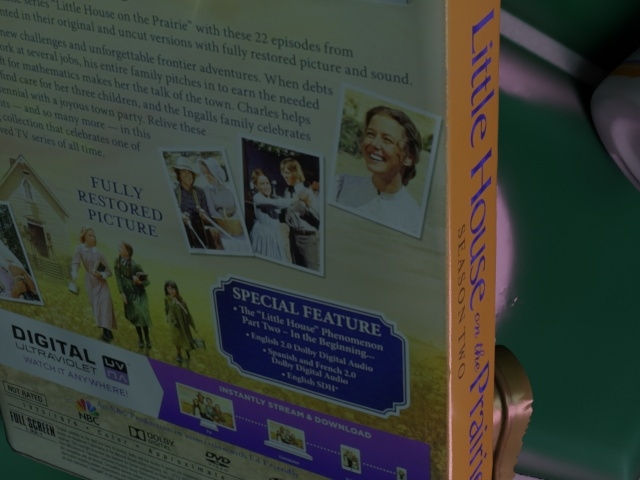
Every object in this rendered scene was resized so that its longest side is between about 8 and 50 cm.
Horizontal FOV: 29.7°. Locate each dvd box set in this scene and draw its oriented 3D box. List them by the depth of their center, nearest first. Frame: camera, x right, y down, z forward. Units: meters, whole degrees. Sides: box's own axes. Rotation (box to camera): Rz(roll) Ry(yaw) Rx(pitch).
[{"bbox_3d":[-0.063,-0.029,0.594,0.062,0.307,0.421,-45,139,-47],"label":"dvd box set"}]

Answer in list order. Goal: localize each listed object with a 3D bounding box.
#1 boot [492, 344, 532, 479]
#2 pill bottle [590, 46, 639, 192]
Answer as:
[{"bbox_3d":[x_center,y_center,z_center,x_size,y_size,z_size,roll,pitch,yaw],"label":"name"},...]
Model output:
[{"bbox_3d":[0.010,0.187,0.896,0.269,0.089,0.236,-14,130,-18],"label":"boot"},{"bbox_3d":[0.343,-0.138,0.873,0.272,0.152,0.152,-41,130,-6],"label":"pill bottle"}]
